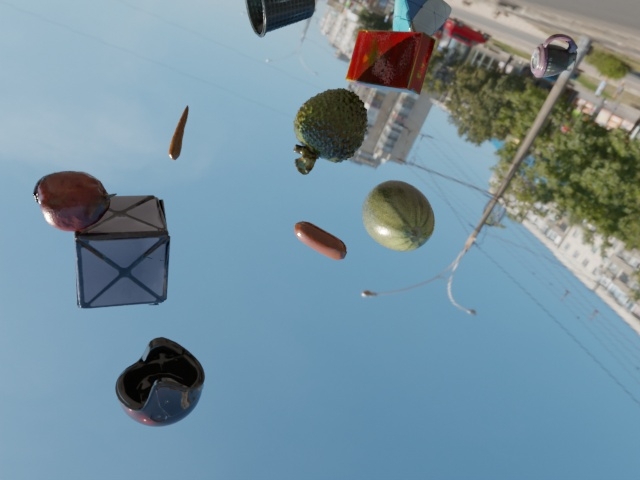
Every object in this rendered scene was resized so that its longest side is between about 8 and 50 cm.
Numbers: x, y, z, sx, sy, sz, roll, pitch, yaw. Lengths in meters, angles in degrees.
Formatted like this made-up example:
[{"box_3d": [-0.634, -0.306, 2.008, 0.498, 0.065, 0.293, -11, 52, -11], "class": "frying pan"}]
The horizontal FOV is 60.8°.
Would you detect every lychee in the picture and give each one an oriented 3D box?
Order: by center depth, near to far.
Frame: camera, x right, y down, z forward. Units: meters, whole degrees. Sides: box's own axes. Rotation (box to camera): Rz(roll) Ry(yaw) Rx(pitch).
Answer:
[{"box_3d": [0.026, -0.408, 1.998, 0.319, 0.270, 0.270, -31, -133, -15], "class": "lychee"}]

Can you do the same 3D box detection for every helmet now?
[{"box_3d": [-0.399, 0.365, 1.371, 0.215, 0.193, 0.189, -10, -145, -15], "class": "helmet"}]

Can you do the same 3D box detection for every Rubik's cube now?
[{"box_3d": [-0.697, 0.034, 1.911, 0.310, 0.305, 0.307, -3, -148, -23], "class": "Rubik's cube"}, {"box_3d": [0.360, -0.844, 2.158, 0.254, 0.255, 0.254, 20, -156, -9], "class": "Rubik's cube"}]

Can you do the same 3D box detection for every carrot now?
[{"box_3d": [-0.542, -0.416, 2.102, 0.048, 0.216, 0.048, 17, -170, -3], "class": "carrot"}]

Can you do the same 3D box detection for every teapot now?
[{"box_3d": [0.842, -0.662, 1.955, 0.145, 0.148, 0.116, 0, -159, 3], "class": "teapot"}]

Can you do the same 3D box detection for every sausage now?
[{"box_3d": [0.000, 0.000, 1.760, 0.194, 0.077, 0.077, 30, -156, 11], "class": "sausage"}]

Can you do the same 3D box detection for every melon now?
[{"box_3d": [0.281, -0.088, 1.976, 0.248, 0.249, 0.329, 14, -163, -22], "class": "melon"}]

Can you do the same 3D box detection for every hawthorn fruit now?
[{"box_3d": [-0.728, -0.123, 1.653, 0.251, 0.190, 0.189, -3, -156, 4], "class": "hawthorn fruit"}]

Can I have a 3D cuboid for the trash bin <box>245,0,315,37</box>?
[{"box_3d": [-0.103, -0.639, 1.443, 0.160, 0.176, 0.175, -16, -143, -15], "class": "trash bin"}]

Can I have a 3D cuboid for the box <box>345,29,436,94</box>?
[{"box_3d": [0.248, -0.653, 1.984, 0.089, 0.198, 0.313, 4, -165, -45], "class": "box"}]
